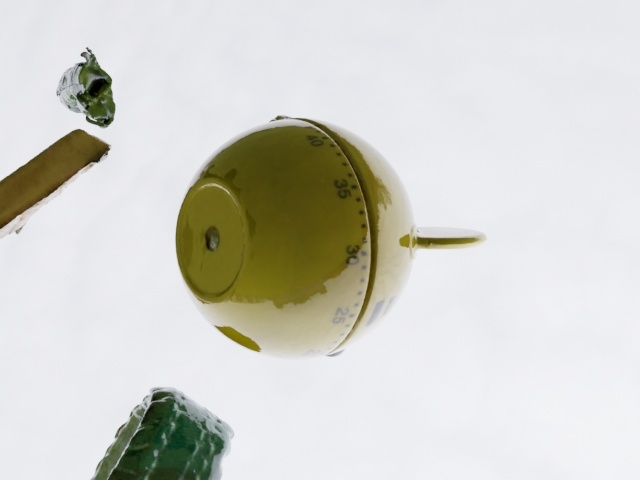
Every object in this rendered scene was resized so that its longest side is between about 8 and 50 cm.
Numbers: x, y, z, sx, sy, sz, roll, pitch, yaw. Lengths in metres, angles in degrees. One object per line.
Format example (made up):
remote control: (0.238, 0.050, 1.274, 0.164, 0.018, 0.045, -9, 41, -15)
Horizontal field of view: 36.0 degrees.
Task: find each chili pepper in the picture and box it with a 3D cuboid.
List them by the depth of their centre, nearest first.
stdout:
chili pepper: (-0.320, -0.208, 1.333, 0.076, 0.085, 0.359, -20, -163, -11)

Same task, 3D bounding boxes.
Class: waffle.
waffle: (-0.522, -0.041, 1.596, 0.348, 0.077, 0.304, -44, -169, -36)

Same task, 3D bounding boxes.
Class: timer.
timer: (0.000, 0.000, 1.405, 0.387, 0.376, 0.376, -3, -152, -40)

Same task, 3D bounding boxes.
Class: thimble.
thimble: (-0.279, 0.395, 1.648, 0.254, 0.167, 0.288, -42, -162, 51)

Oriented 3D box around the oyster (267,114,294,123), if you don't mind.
oyster: (-0.118, -0.088, 1.693, 0.294, 0.166, 0.094, -37, 180, -30)
